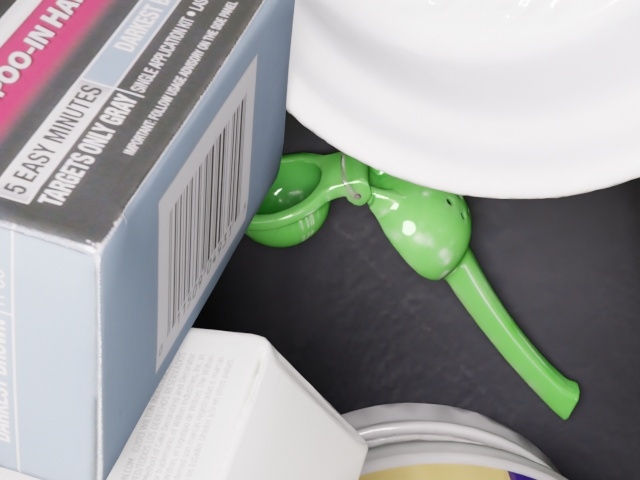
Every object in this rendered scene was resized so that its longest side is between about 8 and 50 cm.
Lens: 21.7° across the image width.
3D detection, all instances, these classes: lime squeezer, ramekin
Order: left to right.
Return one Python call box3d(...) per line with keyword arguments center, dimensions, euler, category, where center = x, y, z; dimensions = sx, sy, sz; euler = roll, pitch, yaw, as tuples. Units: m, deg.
box3d(center=(0.000, 0.000, 0.802), dimensions=(0.310, 0.059, 0.110), euler=(15, 140, -13), category="lime squeezer")
box3d(center=(0.080, -0.168, 0.687), dimensions=(0.277, 0.135, 0.277), euler=(-2, 112, -4), category="ramekin")

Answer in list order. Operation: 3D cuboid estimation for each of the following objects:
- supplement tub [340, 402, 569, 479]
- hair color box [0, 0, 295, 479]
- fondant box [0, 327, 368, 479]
box3d(center=(0.056, 0.238, 0.743), dimensions=(0.241, 0.331, 0.241), euler=(-2, 113, -4), category="supplement tub")
box3d(center=(-0.216, -0.060, 0.605), dimensions=(0.374, 0.185, 0.113), euler=(15, 131, 10), category="hair color box")
box3d(center=(-0.171, 0.149, 0.660), dimensions=(0.330, 0.238, 0.096), euler=(4, 153, 31), category="fondant box")
